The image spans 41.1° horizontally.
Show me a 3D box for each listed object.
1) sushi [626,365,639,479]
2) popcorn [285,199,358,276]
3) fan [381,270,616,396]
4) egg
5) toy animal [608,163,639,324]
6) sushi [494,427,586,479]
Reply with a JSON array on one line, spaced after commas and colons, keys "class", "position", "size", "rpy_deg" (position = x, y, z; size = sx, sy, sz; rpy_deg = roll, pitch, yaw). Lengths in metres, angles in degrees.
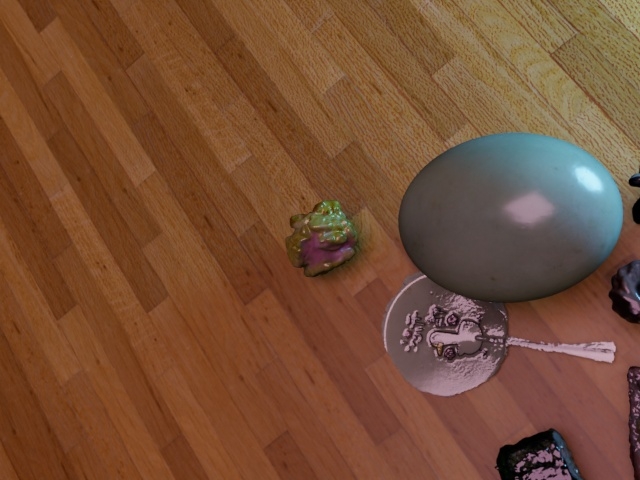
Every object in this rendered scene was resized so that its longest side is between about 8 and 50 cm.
[{"class": "sushi", "position": [0.540, 0.320, 1.322], "size": [0.241, 0.107, 0.161], "rpy_deg": [39, 94, 32]}, {"class": "popcorn", "position": [0.000, 0.000, 1.586], "size": [0.126, 0.145, 0.126], "rpy_deg": [-1, 57, -14]}, {"class": "fan", "position": [0.300, 0.173, 1.497], "size": [0.415, 0.012, 0.233], "rpy_deg": [8, 83, 25]}, {"class": "egg", "position": [0.297, -0.036, 1.387], "size": [0.389, 0.276, 0.276], "rpy_deg": [-7, 75, 46]}, {"class": "toy animal", "position": [0.585, -0.037, 1.335], "size": [0.303, 0.194, 0.344], "rpy_deg": [-11, 69, 13]}, {"class": "sushi", "position": [0.370, 0.420, 1.359], "size": [0.127, 0.124, 0.225], "rpy_deg": [-29, 76, 14]}]
